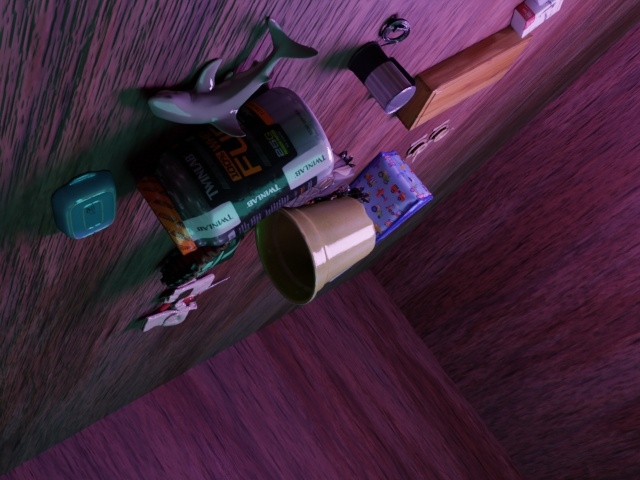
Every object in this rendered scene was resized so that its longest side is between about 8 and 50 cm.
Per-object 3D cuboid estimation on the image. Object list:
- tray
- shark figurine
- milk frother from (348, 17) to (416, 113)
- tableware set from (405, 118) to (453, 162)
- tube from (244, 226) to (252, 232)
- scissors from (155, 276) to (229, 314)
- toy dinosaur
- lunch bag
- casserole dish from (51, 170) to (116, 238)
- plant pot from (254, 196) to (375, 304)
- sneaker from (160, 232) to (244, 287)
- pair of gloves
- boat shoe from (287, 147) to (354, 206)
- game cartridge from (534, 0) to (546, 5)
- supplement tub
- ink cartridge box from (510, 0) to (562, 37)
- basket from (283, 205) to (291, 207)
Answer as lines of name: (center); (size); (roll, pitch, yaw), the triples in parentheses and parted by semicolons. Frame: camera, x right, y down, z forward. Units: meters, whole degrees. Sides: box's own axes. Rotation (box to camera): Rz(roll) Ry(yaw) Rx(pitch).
tray: (0.429, -0.488, 1.759); (0.411, 0.076, 0.203); (-33, 168, -21)
shark figurine: (-0.140, -0.239, 0.996); (0.278, 0.116, 0.166); (-32, 169, -12)
milk frother: (0.156, -0.374, 1.258); (0.129, 0.134, 0.143); (-31, 168, -26)
tableware set: (0.420, -0.377, 2.256); (0.194, 0.039, 0.128); (-34, 168, -9)
tube: (-0.218, -0.054, 1.654); (0.240, 0.070, 0.062); (-38, -154, 28)
scissors: (-0.435, 0.186, 2.042); (0.297, 0.021, 0.109); (-29, 165, -23)
toy dinosaur: (0.018, -0.139, 1.797); (0.218, 0.164, 0.322); (-25, -162, 31)
lunch bag: (0.212, -0.143, 2.120); (0.293, 0.221, 0.138); (-43, 167, 29)
casserole dish: (-0.422, -0.058, 1.074); (0.114, 0.037, 0.188); (-30, 166, -29)
plant pot: (0.000, 0.000, 1.610); (0.254, 0.276, 0.276); (-23, 163, -32)
sneaker: (-0.313, 0.038, 1.600); (0.276, 0.097, 0.135); (-41, 161, 15)
pair of gloves: (-0.465, 0.212, 1.942); (0.240, 0.042, 0.204); (-50, 161, 28)
boat shoe: (-0.033, -0.177, 1.513); (0.132, 0.130, 0.355); (-37, 175, 21)
game cartridge: (0.613, -0.710, 1.466); (0.198, 0.062, 0.297); (-42, 168, 6)
supplement tub: (-0.162, -0.129, 1.125); (0.338, 0.207, 0.207); (-34, 168, -13)
ink cartridge box: (0.616, -0.656, 1.671); (0.135, 0.056, 0.099); (-37, 168, 5)
basket: (-0.108, -0.033, 1.785); (0.113, 0.167, 0.103); (-38, 162, 8)
